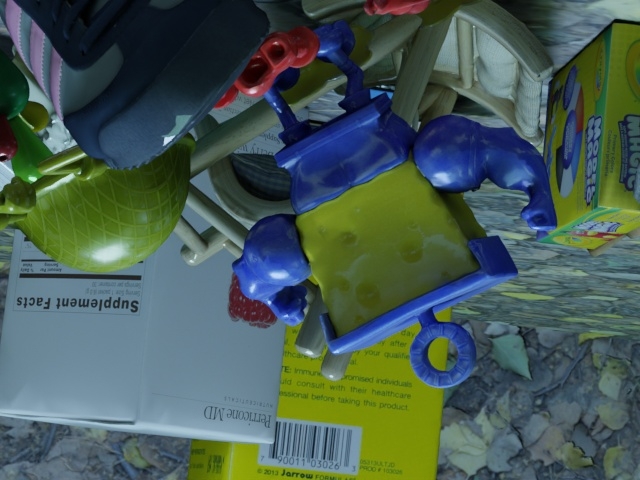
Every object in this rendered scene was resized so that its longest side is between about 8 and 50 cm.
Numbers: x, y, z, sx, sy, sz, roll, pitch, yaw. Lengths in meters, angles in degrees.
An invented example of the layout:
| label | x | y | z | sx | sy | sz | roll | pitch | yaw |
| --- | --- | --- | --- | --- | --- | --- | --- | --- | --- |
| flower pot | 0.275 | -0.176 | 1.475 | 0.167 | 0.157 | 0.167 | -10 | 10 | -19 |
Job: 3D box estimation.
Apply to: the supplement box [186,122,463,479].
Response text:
| label | x | y | z | sx | sy | sz | roll | pitch | yaw |
| --- | --- | --- | --- | --- | --- | --- | --- | --- | --- |
| supplement box | 0.002 | 0.086 | 1.820 | 0.195 | 0.356 | 0.194 | 8 | 173 | -13 |

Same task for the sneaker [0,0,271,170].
| label | x | y | z | sx | sy | sz | roll | pitch | yaw |
| --- | --- | --- | --- | --- | --- | --- | --- | --- | --- |
| sneaker | -0.123 | -0.125 | 0.985 | 0.131 | 0.112 | 0.319 | 45 | 177 | -22 |

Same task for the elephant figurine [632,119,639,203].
| label | x | y | z | sx | sy | sz | roll | pitch | yaw |
| --- | --- | --- | --- | --- | --- | --- | --- | --- | --- |
| elephant figurine | 0.317 | -0.086 | 1.147 | 0.239 | 0.169 | 0.186 | -9 | -158 | -4 |

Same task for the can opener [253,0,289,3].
| label | x | y | z | sx | sy | sz | roll | pitch | yaw |
| --- | --- | --- | --- | --- | --- | --- | --- | --- | --- |
| can opener | -0.028 | -0.172 | 0.914 | 0.076 | 0.095 | 0.283 | 4 | 179 | 10 |

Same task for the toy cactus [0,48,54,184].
| label | x | y | z | sx | sy | sz | roll | pitch | yaw |
| --- | --- | --- | --- | --- | --- | --- | --- | --- | --- |
| toy cactus | -0.252 | -0.131 | 1.288 | 0.112 | 0.219 | 0.180 | -23 | 155 | -34 |

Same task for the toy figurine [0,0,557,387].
| label | x | y | z | sx | sy | sz | roll | pitch | yaw |
| --- | --- | --- | --- | --- | --- | --- | --- | --- | --- |
| toy figurine | 0.000 | 0.000 | 1.104 | 0.362 | 0.217 | 0.191 | -28 | 180 | 16 |

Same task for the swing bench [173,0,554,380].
| label | x | y | z | sx | sy | sz | roll | pitch | yaw |
| --- | --- | --- | --- | --- | --- | --- | --- | --- | --- |
| swing bench | 0.023 | -0.055 | 1.350 | 0.165 | 0.254 | 0.253 | 39 | 176 | 9 |

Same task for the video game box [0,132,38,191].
| label | x | y | z | sx | sy | sz | roll | pitch | yaw |
| --- | --- | --- | --- | --- | --- | --- | --- | --- | --- |
| video game box | -0.319 | -0.098 | 1.569 | 0.205 | 0.048 | 0.187 | 42 | 153 | -26 |

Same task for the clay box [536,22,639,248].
| label | x | y | z | sx | sy | sz | roll | pitch | yaw |
| --- | --- | --- | --- | --- | --- | --- | --- | --- | --- |
| clay box | 0.201 | -0.071 | 1.369 | 0.053 | 0.127 | 0.222 | 6 | 172 | -5 |

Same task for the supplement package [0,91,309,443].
| label | x | y | z | sx | sy | sz | roll | pitch | yaw |
| --- | --- | --- | --- | --- | --- | --- | --- | --- | --- |
| supplement package | -0.140 | 0.016 | 1.659 | 0.175 | 0.293 | 0.177 | 0 | 171 | 39 |

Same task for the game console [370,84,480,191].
| label | x | y | z | sx | sy | sz | roll | pitch | yaw |
| --- | --- | --- | --- | --- | --- | --- | --- | --- | --- |
| game console | 0.073 | -0.085 | 1.592 | 0.071 | 0.107 | 0.122 | -24 | 167 | 8 |

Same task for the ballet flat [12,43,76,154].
| label | x | y | z | sx | sy | sz | roll | pitch | yaw |
| --- | --- | --- | --- | --- | --- | --- | --- | --- | --- |
| ballet flat | -0.147 | -0.125 | 1.365 | 0.147 | 0.147 | 0.409 | 8 | 169 | -13 |

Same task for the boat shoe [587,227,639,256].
| label | x | y | z | sx | sy | sz | roll | pitch | yaw |
| --- | --- | --- | --- | --- | --- | --- | --- | --- | --- |
| boat shoe | 0.271 | -0.037 | 1.823 | 0.073 | 0.073 | 0.207 | 44 | 167 | 1 |
